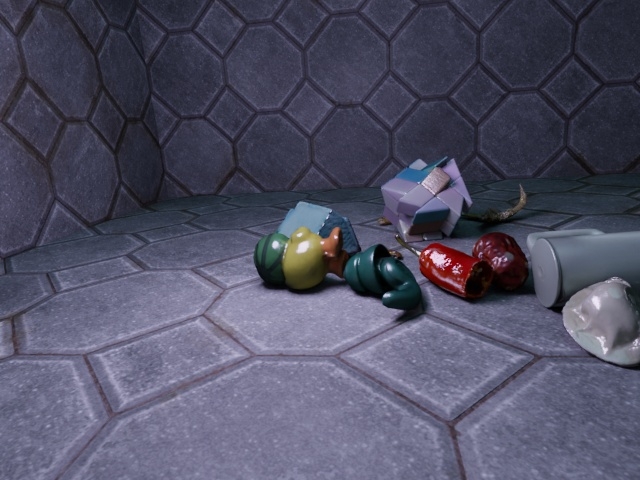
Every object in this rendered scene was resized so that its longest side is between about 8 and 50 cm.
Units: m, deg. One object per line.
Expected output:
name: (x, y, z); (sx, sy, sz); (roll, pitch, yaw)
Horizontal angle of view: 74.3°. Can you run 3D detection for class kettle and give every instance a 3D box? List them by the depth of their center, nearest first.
kettle: (0.771, 0.056, 1.171); (0.317, 0.265, 0.205); (-5, -26, 8)

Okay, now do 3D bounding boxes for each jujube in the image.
jujube: (0.578, 0.066, 1.356); (0.155, 0.155, 0.230); (-2, 20, 8)

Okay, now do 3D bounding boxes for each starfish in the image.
starfish: (0.864, -0.160, 2.146); (0.398, 0.132, 0.384); (-23, 13, -15)

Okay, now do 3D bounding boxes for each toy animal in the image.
toy animal: (-0.080, 0.070, 1.451); (0.338, 0.216, 0.191); (-1, 42, 21)

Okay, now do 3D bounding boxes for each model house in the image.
model house: (0.000, 0.000, 1.738); (0.248, 0.230, 0.280); (36, -9, -37)

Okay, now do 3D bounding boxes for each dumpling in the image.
dumpling: (0.654, 0.179, 0.975); (0.172, 0.142, 0.247); (-15, 32, 28)

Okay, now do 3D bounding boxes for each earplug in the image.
earplug: (0.185, 0.127, 1.315); (0.280, 0.164, 0.258); (-7, 48, 37)

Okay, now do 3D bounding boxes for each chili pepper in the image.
chili pepper: (0.389, 0.078, 1.378); (0.131, 0.135, 0.338); (1, 14, -34)

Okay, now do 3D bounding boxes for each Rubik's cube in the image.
Rubik's cube: (0.479, -0.172, 1.930); (0.387, 0.358, 0.368); (-37, 66, -19)

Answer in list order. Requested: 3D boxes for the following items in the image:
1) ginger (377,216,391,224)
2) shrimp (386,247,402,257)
ginger: (0.444, -0.125, 2.230); (0.294, 0.086, 0.131); (-15, 26, -7)
shrimp: (0.264, 0.047, 1.688); (0.132, 0.052, 0.187); (-8, 13, -11)
